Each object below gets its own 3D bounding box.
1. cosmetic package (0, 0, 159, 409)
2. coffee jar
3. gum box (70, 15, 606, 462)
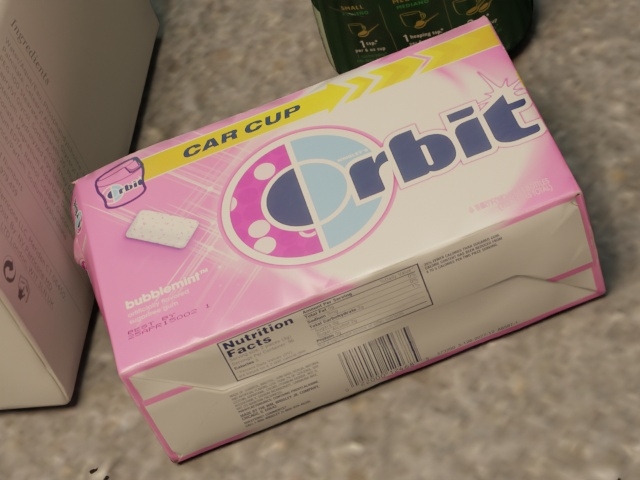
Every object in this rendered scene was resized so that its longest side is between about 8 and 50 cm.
[{"bbox_3d":[-0.209,-0.049,0.727,0.224,0.138,0.225,-5,50,16],"label":"cosmetic package"},{"bbox_3d":[0.025,-0.154,0.699,0.096,0.184,0.079,-9,48,13],"label":"coffee jar"},{"bbox_3d":[0.000,0.000,0.658,0.188,0.062,0.107,-22,46,1],"label":"gum box"}]
